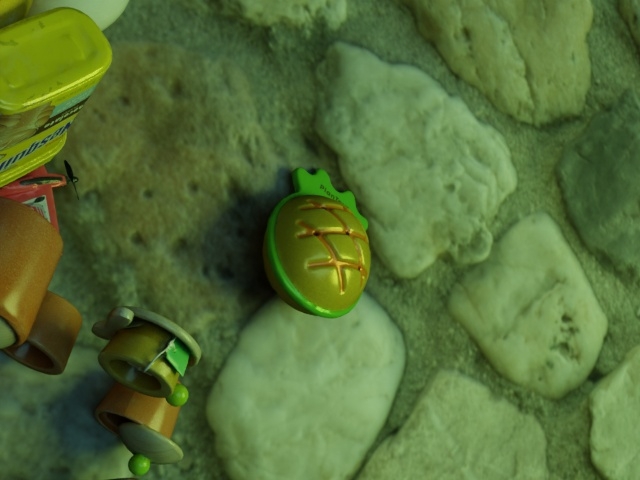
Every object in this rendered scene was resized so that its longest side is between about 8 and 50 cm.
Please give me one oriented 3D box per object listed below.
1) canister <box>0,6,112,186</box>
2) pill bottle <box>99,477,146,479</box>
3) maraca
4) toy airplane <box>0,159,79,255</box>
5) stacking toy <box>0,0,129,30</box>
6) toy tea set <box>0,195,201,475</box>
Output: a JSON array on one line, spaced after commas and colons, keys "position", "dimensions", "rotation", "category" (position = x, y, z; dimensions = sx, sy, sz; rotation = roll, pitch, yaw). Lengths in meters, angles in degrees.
[{"position": [-0.252, -0.112, 0.868], "dimensions": [0.126, 0.170, 0.073], "rotation": [-35, 89, -36], "category": "canister"}, {"position": [-0.231, 0.262, 0.860], "dimensions": [0.216, 0.121, 0.121], "rotation": [6, 81, -47], "category": "pill bottle"}, {"position": [0.000, 0.000, 1.080], "dimensions": [0.127, 0.099, 0.185], "rotation": [40, 40, -24], "category": "maraca"}, {"position": [-0.287, -0.042, 0.941], "dimensions": [0.151, 0.028, 0.151], "rotation": [12, 65, -27], "category": "toy airplane"}, {"position": [-0.337, -0.227, 0.811], "dimensions": [0.480, 0.351, 0.350], "rotation": [-4, 86, -47], "category": "stacking toy"}, {"position": [-0.226, 0.098, 0.870], "dimensions": [0.336, 0.200, 0.124], "rotation": [42, 56, -27], "category": "toy tea set"}]
